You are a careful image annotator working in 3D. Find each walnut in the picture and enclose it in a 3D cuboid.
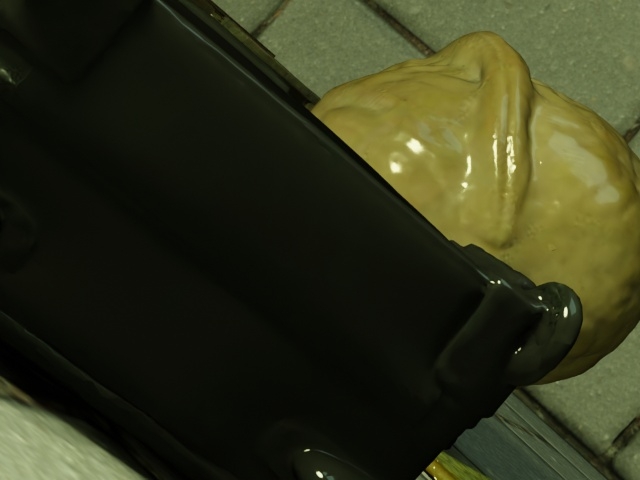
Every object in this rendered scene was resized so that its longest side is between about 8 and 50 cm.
[{"bbox_3d":[0.119,-0.011,1.711,0.381,0.381,0.381,41,4,-3],"label":"walnut"}]

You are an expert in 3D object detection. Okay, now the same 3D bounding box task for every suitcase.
[{"bbox_3d":[-0.082,-0.036,0.926,0.345,0.188,0.339,37,6,-26],"label":"suitcase"}]

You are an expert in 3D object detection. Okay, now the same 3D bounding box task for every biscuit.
[{"bbox_3d":[0.147,0.223,1.594,0.139,0.016,0.231,42,3,30],"label":"biscuit"}]

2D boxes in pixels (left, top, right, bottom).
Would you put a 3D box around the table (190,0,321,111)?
[{"bbox_3d":[-0.127,-0.156,2.071,0.172,0.169,0.193,39,4,-30],"label":"table"}]
